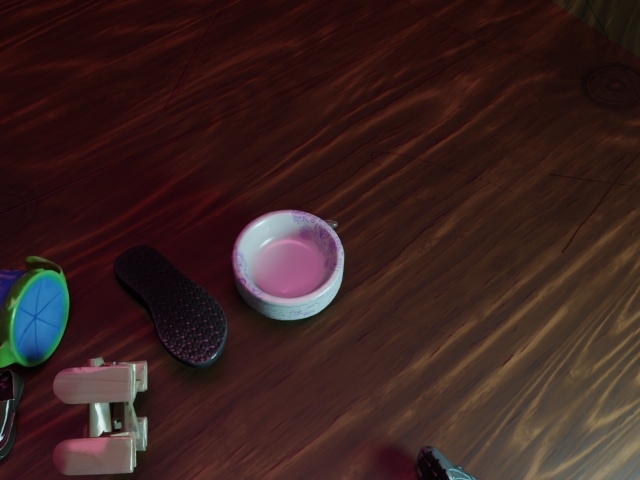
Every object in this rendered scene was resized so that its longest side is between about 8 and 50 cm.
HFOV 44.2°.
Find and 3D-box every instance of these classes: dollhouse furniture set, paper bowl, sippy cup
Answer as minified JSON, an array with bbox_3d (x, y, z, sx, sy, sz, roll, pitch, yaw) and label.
[{"bbox_3d":[-0.498,0.440,1.614,0.257,0.362,0.394,-1,84,-8],"label":"dollhouse furniture set"},{"bbox_3d":[-0.084,0.074,2.033,0.284,0.148,0.284,1,57,-2],"label":"paper bowl"},{"bbox_3d":[-0.758,0.165,1.872,0.224,0.305,0.240,10,96,14],"label":"sippy cup"}]

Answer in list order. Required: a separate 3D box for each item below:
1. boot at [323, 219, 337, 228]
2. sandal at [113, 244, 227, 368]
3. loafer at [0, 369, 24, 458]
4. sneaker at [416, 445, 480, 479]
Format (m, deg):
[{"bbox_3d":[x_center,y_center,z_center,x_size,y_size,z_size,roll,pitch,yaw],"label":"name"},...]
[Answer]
[{"bbox_3d":[0.000,0.000,2.170,0.107,0.037,0.114,-9,51,4],"label":"boot"},{"bbox_3d":[-0.367,0.170,1.983,0.168,0.107,0.446,-28,48,-22],"label":"sandal"},{"bbox_3d":[-0.733,0.389,1.784,0.080,0.078,0.220,0,54,-6],"label":"loafer"},{"bbox_3d":[0.320,0.571,1.766,0.106,0.101,0.267,-12,52,-41],"label":"sneaker"}]
